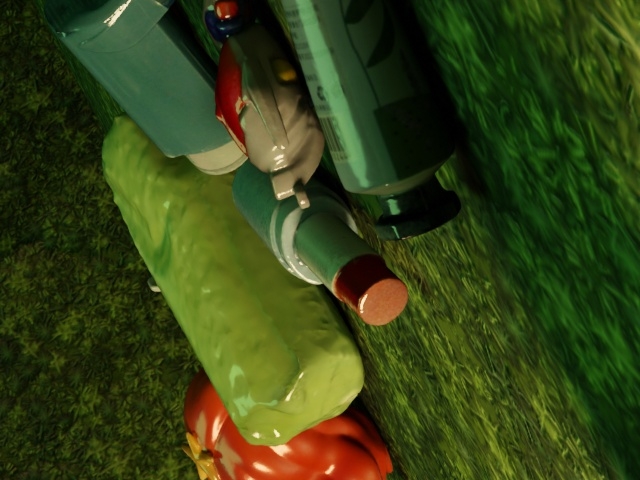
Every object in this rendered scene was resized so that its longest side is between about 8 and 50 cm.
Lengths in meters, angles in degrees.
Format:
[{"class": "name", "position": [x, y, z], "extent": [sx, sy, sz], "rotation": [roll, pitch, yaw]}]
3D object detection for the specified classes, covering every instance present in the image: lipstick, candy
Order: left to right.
[{"class": "candy", "position": [-0.084, 0.021, 1.511], "extent": [0.343, 0.132, 0.142], "rotation": [58, 178, 27]}, {"class": "lipstick", "position": [0.000, 0.000, 1.160], "extent": [0.068, 0.061, 0.274], "rotation": [68, 170, -23]}]

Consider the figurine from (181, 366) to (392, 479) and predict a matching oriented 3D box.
[{"class": "figurine", "position": [-0.027, 0.210, 1.634], "extent": [0.257, 0.181, 0.208], "rotation": [67, -175, -77]}]

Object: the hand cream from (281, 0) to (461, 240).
[{"class": "hand cream", "position": [0.001, -0.130, 0.792], "extent": [0.091, 0.058, 0.271], "rotation": [-99, -12, -78]}]

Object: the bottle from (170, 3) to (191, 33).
[{"class": "bottle", "position": [-0.141, -0.165, 1.494], "extent": [0.187, 0.069, 0.069], "rotation": [58, 171, 16]}]

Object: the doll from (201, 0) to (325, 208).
[{"class": "doll", "position": [-0.044, -0.109, 1.113], "extent": [0.195, 0.062, 0.104], "rotation": [69, 156, 14]}]

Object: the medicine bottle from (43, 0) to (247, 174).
[{"class": "medicine bottle", "position": [-0.117, -0.149, 1.311], "extent": [0.079, 0.124, 0.258], "rotation": [51, 178, 37]}]

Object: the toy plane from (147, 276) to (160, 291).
[{"class": "toy plane", "position": [-0.098, 0.074, 1.823], "extent": [0.252, 0.118, 0.252], "rotation": [57, 170, 15]}]
